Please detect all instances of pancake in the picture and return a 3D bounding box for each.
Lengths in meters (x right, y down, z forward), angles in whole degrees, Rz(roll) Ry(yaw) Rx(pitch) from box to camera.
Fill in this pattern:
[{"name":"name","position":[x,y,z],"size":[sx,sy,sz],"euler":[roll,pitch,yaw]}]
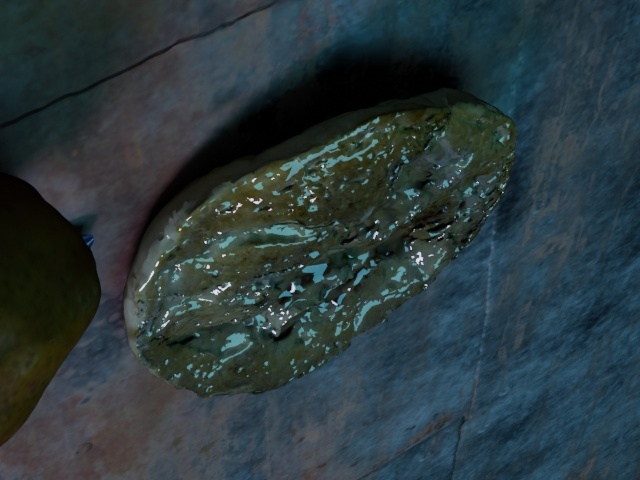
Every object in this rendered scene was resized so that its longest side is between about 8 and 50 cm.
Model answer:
[{"name":"pancake","position":[0.000,0.001,1.316],"size":[0.387,0.082,0.387],"euler":[-26,155,-13]}]

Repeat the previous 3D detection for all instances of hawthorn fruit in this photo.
[{"name":"hawthorn fruit","position":[-0.246,0.038,0.989],"size":[0.248,0.208,0.208],"euler":[-30,158,-50]}]

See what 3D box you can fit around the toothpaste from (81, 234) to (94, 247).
[{"name":"toothpaste","position":[-0.197,0.021,1.188],"size":[0.027,0.019,0.083],"euler":[7,135,-21]}]
